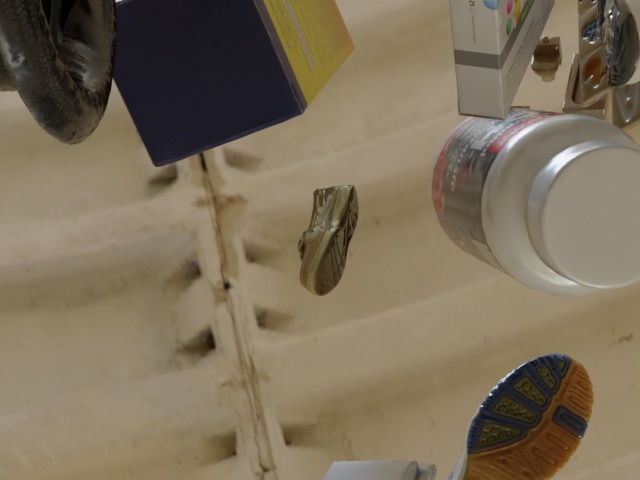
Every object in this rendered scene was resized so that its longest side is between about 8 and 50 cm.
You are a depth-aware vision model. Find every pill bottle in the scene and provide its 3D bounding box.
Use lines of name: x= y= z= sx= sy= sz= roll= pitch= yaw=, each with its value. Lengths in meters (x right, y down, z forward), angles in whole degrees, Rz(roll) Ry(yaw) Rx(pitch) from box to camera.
pill bottle: x=0.230 y=-0.042 z=1.227 sx=0.176 sy=0.318 sz=0.176 roll=-1 pitch=-82 yaw=-10

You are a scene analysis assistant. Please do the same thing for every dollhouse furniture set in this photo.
dollhouse furniture set: x=0.265 y=-0.212 z=1.462 sx=0.151 sy=0.123 sz=0.144 roll=1 pitch=-135 yaw=21

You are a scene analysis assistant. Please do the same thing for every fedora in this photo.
fedora: x=-0.268 y=-0.229 z=0.956 sx=0.153 sy=0.334 sz=0.334 roll=-9 pitch=-121 yaw=4

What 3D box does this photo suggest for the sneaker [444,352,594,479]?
sneaker: x=0.183 y=0.249 z=1.319 sx=0.112 sy=0.131 sz=0.296 roll=36 pitch=-100 yaw=2

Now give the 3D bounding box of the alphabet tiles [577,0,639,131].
alphabet tiles: x=0.368 y=-0.301 z=1.330 sx=0.011 sy=0.285 sz=0.342 roll=9 pitch=-108 yaw=-22

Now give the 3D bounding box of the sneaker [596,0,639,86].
sneaker: x=0.333 y=-0.225 z=1.172 sx=0.129 sy=0.111 sz=0.297 roll=2 pitch=-146 yaw=7

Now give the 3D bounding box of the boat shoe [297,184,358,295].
boat shoe: x=0.000 y=-0.002 z=1.192 sx=0.048 sy=0.056 sz=0.153 roll=1 pitch=-139 yaw=16

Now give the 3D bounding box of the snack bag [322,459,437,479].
snack bag: x=0.006 y=0.367 z=1.138 sx=0.037 sy=0.323 sz=0.342 roll=21 pitch=-104 yaw=-8

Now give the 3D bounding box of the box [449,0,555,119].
box: x=0.124 y=-0.199 z=0.830 sx=0.038 sy=0.186 sz=0.145 roll=9 pitch=-133 yaw=22

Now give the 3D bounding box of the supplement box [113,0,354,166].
supplement box: x=-0.107 y=-0.254 z=1.486 sx=0.194 sy=0.195 sz=0.356 roll=-19 pitch=-164 yaw=17
